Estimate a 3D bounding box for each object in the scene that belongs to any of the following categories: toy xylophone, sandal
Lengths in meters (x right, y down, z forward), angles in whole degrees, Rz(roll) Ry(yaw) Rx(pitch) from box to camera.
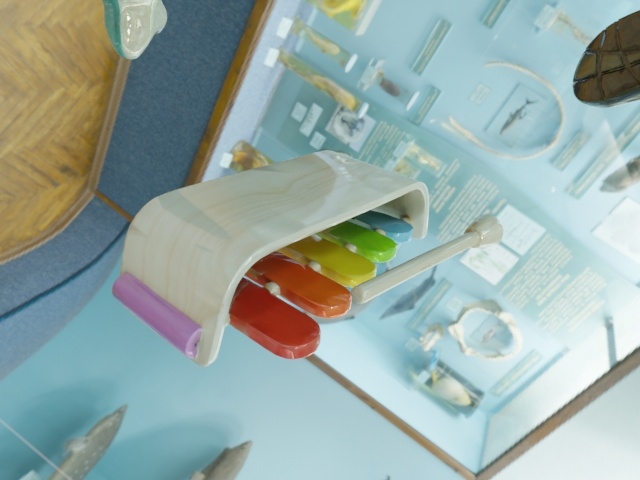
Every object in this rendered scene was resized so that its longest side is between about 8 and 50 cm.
[{"bbox_3d":[0.000,0.000,0.440,0.322,0.236,0.081,-18,126,-39],"label":"toy xylophone"},{"bbox_3d":[0.297,-0.147,0.398,0.219,0.060,0.090,1,-114,65],"label":"sandal"}]

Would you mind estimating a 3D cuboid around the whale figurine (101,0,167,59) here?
[{"bbox_3d":[-0.233,-0.336,0.524,0.272,0.141,0.216,95,4,-47],"label":"whale figurine"}]
